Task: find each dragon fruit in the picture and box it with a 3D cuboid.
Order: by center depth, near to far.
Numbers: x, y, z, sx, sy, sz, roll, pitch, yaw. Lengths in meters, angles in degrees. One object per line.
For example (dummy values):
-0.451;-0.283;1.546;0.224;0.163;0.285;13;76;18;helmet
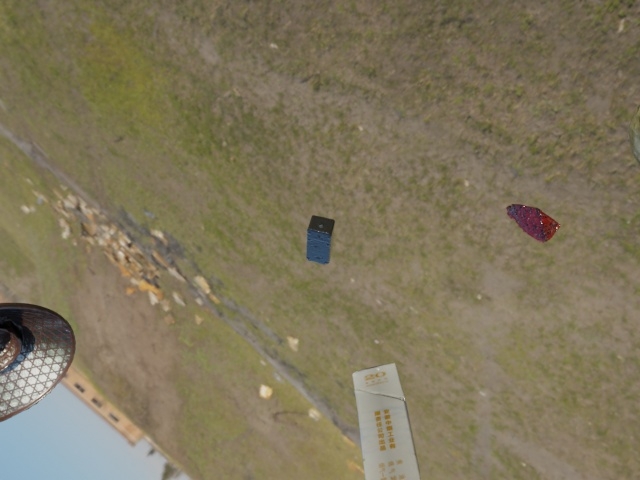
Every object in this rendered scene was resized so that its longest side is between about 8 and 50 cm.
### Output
0.535;-0.057;1.550;0.131;0.063;0.097;24;136;61;dragon fruit

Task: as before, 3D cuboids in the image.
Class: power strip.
0.000;0.000;0.904;0.038;0.029;0.111;14;155;4;power strip

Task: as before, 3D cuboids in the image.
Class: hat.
-0.383;0.120;0.689;0.082;0.193;0.193;47;164;33;hat

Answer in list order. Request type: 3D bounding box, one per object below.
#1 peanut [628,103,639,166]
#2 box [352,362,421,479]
0.589;-0.150;0.980;0.325;0.153;0.140;21;-179;-44;peanut
0.091;0.286;0.752;0.233;0.067;0.149;-95;-6;-59;box
